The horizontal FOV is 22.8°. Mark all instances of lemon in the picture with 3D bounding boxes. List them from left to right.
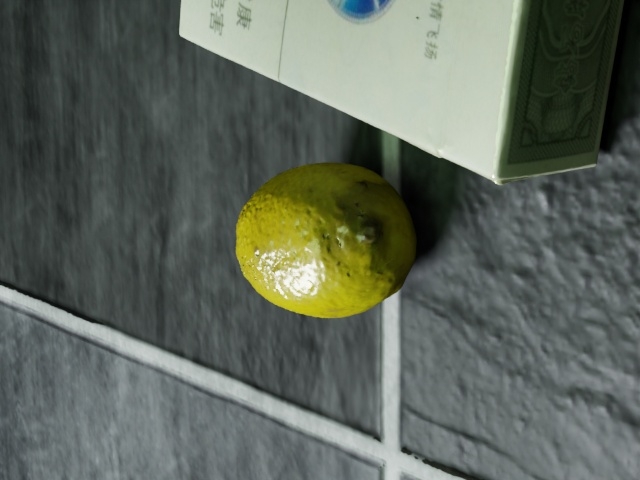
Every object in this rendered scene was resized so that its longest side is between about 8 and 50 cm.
[{"bbox_3d":[0.000,0.000,0.833,0.110,0.082,0.082,-2,97,46],"label":"lemon"}]

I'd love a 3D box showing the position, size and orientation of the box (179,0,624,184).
[{"bbox_3d":[0.033,-0.147,0.765,0.256,0.069,0.164,30,121,46],"label":"box"}]
